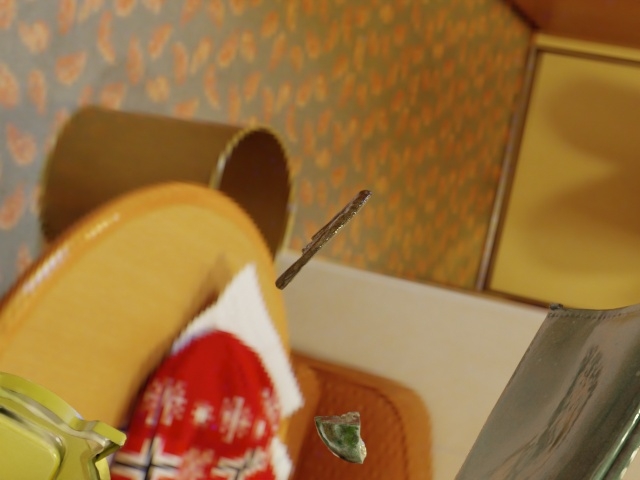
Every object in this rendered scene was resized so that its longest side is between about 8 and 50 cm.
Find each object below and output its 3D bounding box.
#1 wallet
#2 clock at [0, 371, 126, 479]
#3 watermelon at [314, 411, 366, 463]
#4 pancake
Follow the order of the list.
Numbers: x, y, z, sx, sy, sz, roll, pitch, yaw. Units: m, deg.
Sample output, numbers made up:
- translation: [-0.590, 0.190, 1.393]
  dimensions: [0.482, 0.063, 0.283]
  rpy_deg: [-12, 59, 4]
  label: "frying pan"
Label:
- translation: [0.166, 0.152, 1.075]
  dimensions: [0.251, 0.054, 0.290]
  rpy_deg: [-59, -178, -12]
  label: "wallet"
- translation: [-0.386, 0.274, 1.775]
  dimensions: [0.293, 0.277, 0.071]
  rpy_deg: [-52, -173, 26]
  label: "clock"
- translation: [0.038, 0.248, 1.873]
  dimensions: [0.061, 0.085, 0.085]
  rpy_deg: [-54, 149, -27]
  label: "watermelon"
- translation: [0.000, 0.000, 1.877]
  dimensions: [0.184, 0.020, 0.190]
  rpy_deg: [-47, -179, -12]
  label: "pancake"
